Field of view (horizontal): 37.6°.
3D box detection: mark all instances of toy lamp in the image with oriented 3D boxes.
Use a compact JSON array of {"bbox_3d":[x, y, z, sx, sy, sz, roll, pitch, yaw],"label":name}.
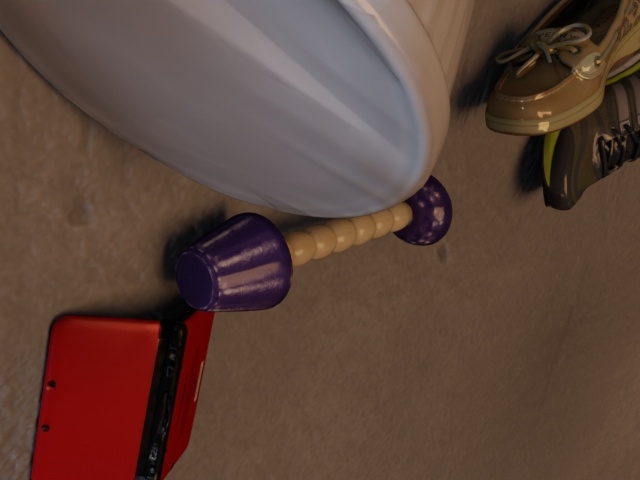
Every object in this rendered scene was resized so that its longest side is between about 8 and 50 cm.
[{"bbox_3d":[0.000,0.000,0.775,0.275,0.080,0.080,-16,122,-46],"label":"toy lamp"}]

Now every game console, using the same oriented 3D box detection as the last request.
[{"bbox_3d":[-0.146,0.112,0.717,0.124,0.085,0.144,-51,156,-71],"label":"game console"}]

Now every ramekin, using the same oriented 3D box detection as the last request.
[{"bbox_3d":[-0.041,-0.137,0.501,0.127,0.273,0.273,-62,144,-21],"label":"ramekin"}]

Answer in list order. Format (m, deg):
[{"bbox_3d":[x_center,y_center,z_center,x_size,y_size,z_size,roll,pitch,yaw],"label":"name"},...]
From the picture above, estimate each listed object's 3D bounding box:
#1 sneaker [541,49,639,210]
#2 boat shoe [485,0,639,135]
[{"bbox_3d":[0.357,-0.135,1.080,0.300,0.121,0.111,-43,138,-25],"label":"sneaker"},{"bbox_3d":[0.247,-0.199,0.942,0.285,0.105,0.089,-46,136,-38],"label":"boat shoe"}]
